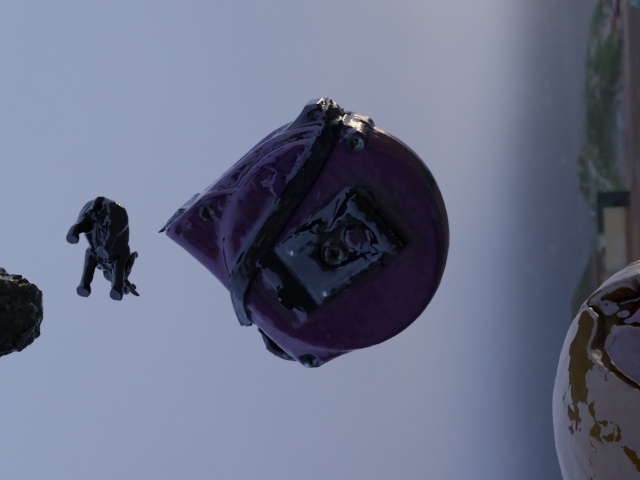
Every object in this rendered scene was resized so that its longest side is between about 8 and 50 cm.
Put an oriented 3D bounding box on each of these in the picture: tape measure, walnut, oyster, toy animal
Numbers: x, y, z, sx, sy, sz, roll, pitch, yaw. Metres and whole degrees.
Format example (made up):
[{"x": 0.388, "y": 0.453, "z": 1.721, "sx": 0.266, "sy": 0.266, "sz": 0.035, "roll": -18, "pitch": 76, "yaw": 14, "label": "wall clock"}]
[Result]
[{"x": 0.000, "y": 0.000, "z": 0.975, "sx": 0.231, "sy": 0.245, "sz": 0.149, "roll": 47, "pitch": -164, "yaw": -6, "label": "tape measure"}, {"x": 0.268, "y": 0.124, "z": 0.747, "sx": 0.298, "sy": 0.203, "sz": 0.203, "roll": -67, "pitch": -29, "yaw": -63, "label": "walnut"}, {"x": -0.575, "y": 0.126, "z": 1.737, "sx": 0.162, "sy": 0.158, "sz": 0.351, "roll": -64, "pitch": -12, "yaw": -3, "label": "oyster"}, {"x": -0.354, "y": 0.039, "z": 1.697, "sx": 0.269, "sy": 0.082, "sz": 0.137, "roll": 84, "pitch": -168, "yaw": -46, "label": "toy animal"}]
